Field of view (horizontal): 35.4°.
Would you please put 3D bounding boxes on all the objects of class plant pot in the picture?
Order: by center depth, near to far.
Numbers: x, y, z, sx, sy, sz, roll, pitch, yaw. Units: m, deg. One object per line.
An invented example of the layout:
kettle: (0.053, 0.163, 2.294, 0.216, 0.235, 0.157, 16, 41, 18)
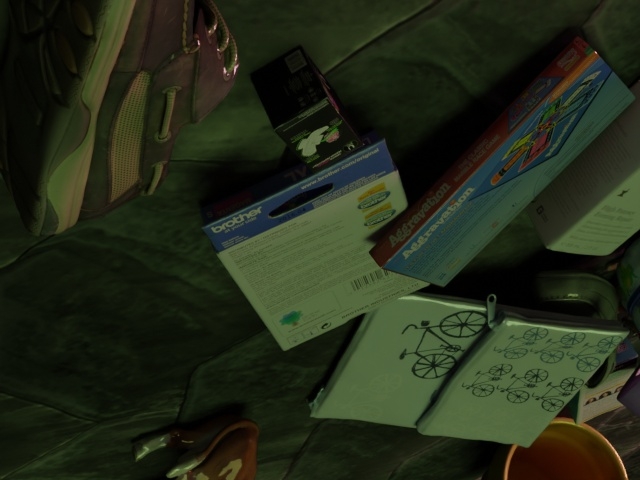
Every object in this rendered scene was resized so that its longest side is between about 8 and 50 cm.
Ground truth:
plant pot: (0.414, 0.479, 1.898, 0.254, 0.254, 0.239, -12, 164, -18)

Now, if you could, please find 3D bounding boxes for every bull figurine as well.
bull figurine: (-0.159, 0.368, 1.398, 0.188, 0.101, 0.310, -12, 125, -24)

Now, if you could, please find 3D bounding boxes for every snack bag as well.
snack bag: (0.182, 0.177, 1.332, 0.342, 0.037, 0.323, 10, 140, -13)

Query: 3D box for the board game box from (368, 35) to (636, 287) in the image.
board game box: (0.182, -0.066, 0.993, 0.281, 0.027, 0.145, -46, 151, 16)

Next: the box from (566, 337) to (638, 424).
box: (0.467, 0.233, 1.696, 0.100, 0.060, 0.244, -23, 150, -1)

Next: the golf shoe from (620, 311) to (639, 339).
golf shoe: (0.482, 0.108, 1.439, 0.086, 0.067, 0.186, -52, 164, 15)

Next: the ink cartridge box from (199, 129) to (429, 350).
ink cartridge box: (0.000, 0.000, 1.007, 0.185, 0.065, 0.311, -25, 153, 1)

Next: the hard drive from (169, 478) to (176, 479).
hard drive: (-0.239, 0.418, 1.523, 0.254, 0.054, 0.172, -8, 147, -24)

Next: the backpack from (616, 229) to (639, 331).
backpack: (0.548, 0.016, 1.252, 0.355, 0.273, 0.290, -20, 157, 18)

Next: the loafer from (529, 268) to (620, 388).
loafer: (0.355, 0.123, 1.374, 0.112, 0.111, 0.319, -3, 158, 26)

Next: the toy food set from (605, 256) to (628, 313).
toy food set: (0.473, 0.066, 1.455, 0.132, 0.038, 0.192, -24, 150, 3)

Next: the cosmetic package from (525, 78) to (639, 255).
cosmetic package: (0.339, -0.085, 1.079, 0.117, 0.085, 0.231, 4, 142, -38)

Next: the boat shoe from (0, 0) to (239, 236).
boat shoe: (-0.130, -0.135, 0.663, 0.130, 0.132, 0.355, -15, 159, -32)

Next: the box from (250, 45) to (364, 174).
box: (-0.010, -0.106, 0.829, 0.052, 0.062, 0.083, -30, 149, 9)

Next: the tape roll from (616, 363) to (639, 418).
tape roll: (0.564, 0.161, 1.496, 0.275, 0.090, 0.275, -46, 164, -17)
